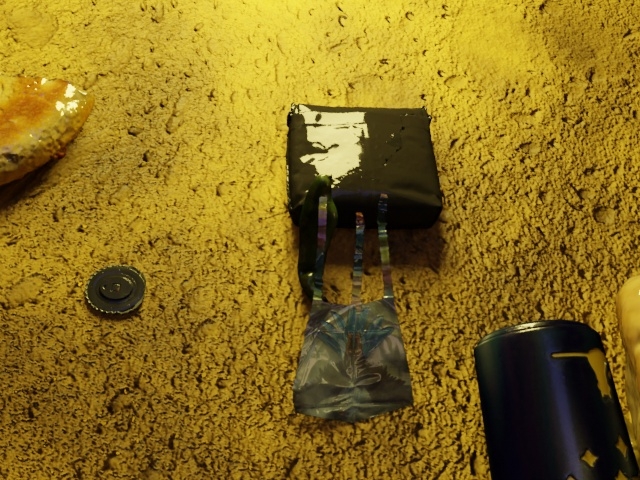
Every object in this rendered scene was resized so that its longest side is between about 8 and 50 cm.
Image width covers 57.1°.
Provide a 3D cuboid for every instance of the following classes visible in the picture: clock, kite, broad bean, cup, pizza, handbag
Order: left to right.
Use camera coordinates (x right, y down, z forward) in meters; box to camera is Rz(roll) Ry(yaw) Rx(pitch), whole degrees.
[{"bbox_3d":[-0.507,-0.167,0.866,0.336,0.086,0.226,-33,69,-22],"label":"pizza"},{"bbox_3d":[-0.288,0.068,0.826,0.083,0.010,0.074,5,65,-6],"label":"clock"},{"bbox_3d":[-0.006,0.002,0.841,0.046,0.061,0.195,-8,102,-45],"label":"broad bean"},{"bbox_3d":[0.036,0.092,0.794,0.170,0.015,0.309,-5,89,-12],"label":"kite"},{"bbox_3d":[0.069,-0.128,0.930,0.247,0.080,0.222,1,64,-8],"label":"handbag"},{"bbox_3d":[0.314,0.257,0.767,0.179,0.255,0.256,-16,59,26],"label":"cup"}]

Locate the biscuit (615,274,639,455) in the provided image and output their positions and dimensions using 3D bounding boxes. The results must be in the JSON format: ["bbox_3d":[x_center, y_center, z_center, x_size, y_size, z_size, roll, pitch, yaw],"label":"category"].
[{"bbox_3d":[0.424,0.251,0.663,0.104,0.446,0.429,-17,67,29],"label":"biscuit"}]
